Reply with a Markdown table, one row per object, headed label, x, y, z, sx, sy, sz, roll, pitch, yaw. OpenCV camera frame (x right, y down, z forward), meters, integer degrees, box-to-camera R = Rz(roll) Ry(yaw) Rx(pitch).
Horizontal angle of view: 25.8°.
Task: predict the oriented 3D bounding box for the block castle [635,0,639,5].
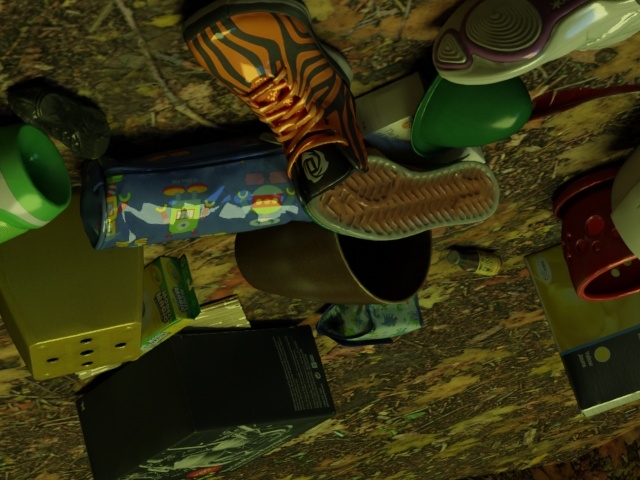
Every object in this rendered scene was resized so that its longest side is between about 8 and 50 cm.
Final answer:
| label | x | y | z | sx | sy | sz | roll | pitch | yaw |
| --- | --- | --- | --- | --- | --- | --- | --- | --- | --- |
| block castle | 0.412 | -0.401 | 1.206 | 0.453 | 0.213 | 0.303 | -23 | 158 | 16 |

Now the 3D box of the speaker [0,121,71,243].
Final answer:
| label | x | y | z | sx | sy | sz | roll | pitch | yaw |
| --- | --- | --- | --- | --- | --- | --- | --- | --- | --- |
| speaker | -0.440 | -0.028 | 1.609 | 0.296 | 0.131 | 0.131 | -23 | 158 | 16 |

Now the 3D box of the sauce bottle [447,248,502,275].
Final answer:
| label | x | y | z | sx | sy | sz | roll | pitch | yaw |
| --- | --- | --- | --- | --- | --- | --- | --- | --- | --- |
| sauce bottle | 0.265 | 0.037 | 2.407 | 0.042 | 0.042 | 0.128 | -32 | 156 | 33 |

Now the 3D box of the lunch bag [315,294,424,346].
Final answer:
| label | x | y | z | sx | sy | sz | roll | pitch | yaw |
| --- | --- | --- | --- | --- | --- | --- | --- | --- | --- |
| lunch bag | 0.084 | 0.138 | 2.464 | 0.129 | 0.096 | 0.151 | -1 | 168 | -40 |

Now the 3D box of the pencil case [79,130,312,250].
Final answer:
| label | x | y | z | sx | sy | sz | roll | pitch | yaw |
| --- | --- | --- | --- | --- | --- | --- | --- | --- | --- |
| pencil case | -0.146 | -0.067 | 1.737 | 0.306 | 0.119 | 0.133 | -9 | 138 | -18 |

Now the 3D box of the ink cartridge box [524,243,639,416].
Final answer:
| label | x | y | z | sx | sy | sz | roll | pitch | yaw |
| --- | --- | --- | --- | --- | --- | --- | --- | --- | --- |
| ink cartridge box | 0.555 | 0.118 | 2.467 | 0.307 | 0.303 | 0.072 | -23 | 159 | 12 |

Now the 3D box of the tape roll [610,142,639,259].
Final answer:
| label | x | y | z | sx | sy | sz | roll | pitch | yaw |
| --- | --- | --- | --- | --- | --- | --- | --- | --- | --- |
| tape roll | 0.577 | -0.077 | 2.082 | 0.246 | 0.246 | 0.169 | -10 | 158 | -17 |

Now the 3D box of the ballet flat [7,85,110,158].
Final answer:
| label | x | y | z | sx | sy | sz | roll | pitch | yaw |
| --- | --- | --- | --- | --- | --- | --- | --- | --- | --- |
| ballet flat | -0.288 | -0.137 | 1.580 | 0.049 | 0.057 | 0.173 | 19 | 171 | 25 |

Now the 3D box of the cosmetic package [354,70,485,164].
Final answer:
| label | x | y | z | sx | sy | sz | roll | pitch | yaw |
| --- | --- | --- | --- | --- | --- | --- | --- | --- | --- |
| cosmetic package | 0.133 | -0.141 | 1.846 | 0.099 | 0.060 | 0.239 | -25 | 158 | 17 |

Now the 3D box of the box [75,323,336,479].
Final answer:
| label | x | y | z | sx | sy | sz | roll | pitch | yaw |
| --- | --- | --- | --- | --- | --- | --- | --- | --- | --- |
| box | -0.208 | 0.299 | 2.486 | 0.312 | 0.179 | 0.343 | 0 | 155 | -40 |

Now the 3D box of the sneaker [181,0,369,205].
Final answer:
| label | x | y | z | sx | sy | sz | roll | pitch | yaw |
| --- | --- | --- | --- | --- | --- | --- | --- | --- | --- |
| sneaker | -0.026 | -0.148 | 1.544 | 0.124 | 0.180 | 0.321 | -26 | 157 | 23 |

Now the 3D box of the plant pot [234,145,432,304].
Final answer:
| label | x | y | z | sx | sy | sz | roll | pitch | yaw |
| --- | --- | --- | --- | --- | --- | --- | --- | --- | --- |
| plant pot | 0.000 | 0.000 | 1.937 | 0.230 | 0.215 | 0.215 | -14 | 165 | 39 |

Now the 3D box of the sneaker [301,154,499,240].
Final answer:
| label | x | y | z | sx | sy | sz | roll | pitch | yaw |
| --- | --- | --- | --- | --- | --- | --- | --- | --- | --- |
| sneaker | 0.083 | -0.050 | 1.786 | 0.302 | 0.108 | 0.121 | -1 | 175 | -38 |

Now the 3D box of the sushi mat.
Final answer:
| label | x | y | z | sx | sy | sz | roll | pitch | yaw |
| --- | --- | --- | --- | --- | --- | --- | --- | --- | --- |
| sushi mat | -0.277 | 0.166 | 2.355 | 0.316 | 0.019 | 0.151 | -17 | 160 | 0 |

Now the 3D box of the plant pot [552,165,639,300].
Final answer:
| label | x | y | z | sx | sy | sz | roll | pitch | yaw |
| --- | --- | --- | --- | --- | --- | --- | --- | --- | --- |
| plant pot | 0.476 | -0.017 | 2.250 | 0.191 | 0.174 | 0.191 | -15 | 159 | -6 |

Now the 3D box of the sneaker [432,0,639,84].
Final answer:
| label | x | y | z | sx | sy | sz | roll | pitch | yaw |
| --- | --- | --- | --- | --- | --- | --- | --- | --- | --- |
| sneaker | 0.282 | -0.246 | 1.622 | 0.305 | 0.114 | 0.152 | -22 | 157 | 12 |

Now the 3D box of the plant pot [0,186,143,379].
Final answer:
| label | x | y | z | sx | sy | sz | roll | pitch | yaw |
| --- | --- | --- | --- | --- | --- | --- | --- | --- | --- |
| plant pot | -0.327 | 0.063 | 1.833 | 0.212 | 0.187 | 0.212 | -11 | 158 | -13 |

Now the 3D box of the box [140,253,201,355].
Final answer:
| label | x | y | z | sx | sy | sz | roll | pitch | yaw |
| --- | --- | --- | --- | --- | --- | --- | --- | --- | --- |
| box | -0.252 | 0.099 | 2.089 | 0.179 | 0.105 | 0.043 | -33 | 154 | 34 |

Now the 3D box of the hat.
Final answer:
| label | x | y | z | sx | sy | sz | roll | pitch | yaw |
| --- | --- | --- | --- | --- | --- | --- | --- | --- | --- |
| hat | 0.238 | -0.137 | 1.698 | 0.173 | 0.183 | 0.208 | -16 | 140 | -45 |
